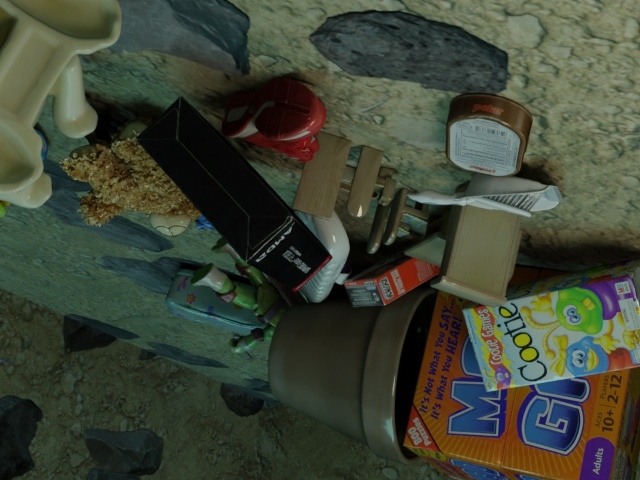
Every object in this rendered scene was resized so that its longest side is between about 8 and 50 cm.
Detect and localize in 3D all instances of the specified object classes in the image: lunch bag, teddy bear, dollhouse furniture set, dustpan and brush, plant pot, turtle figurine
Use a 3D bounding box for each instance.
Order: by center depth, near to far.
[{"bbox_3d":[0.229,-0.063,1.491,0.211,0.060,0.147,15,177,18],"label":"dustpan and brush"},{"bbox_3d":[0.032,-0.064,1.578,0.144,0.123,0.151,17,164,-5],"label":"dollhouse furniture set"},{"bbox_3d":[0.205,0.026,1.652,0.212,0.161,0.242,19,163,-13],"label":"dollhouse furniture set"},{"bbox_3d":[-0.283,-0.090,1.718,0.245,0.113,0.338,-20,159,-9],"label":"teddy bear"},{"bbox_3d":[0.067,0.233,1.966,0.280,0.323,0.323,6,161,25],"label":"plant pot"},{"bbox_3d":[-0.151,0.123,2.199,0.266,0.198,0.275,45,180,-21],"label":"turtle figurine"},{"bbox_3d":[-0.240,0.157,2.588,0.279,0.108,0.224,16,169,3],"label":"lunch bag"}]

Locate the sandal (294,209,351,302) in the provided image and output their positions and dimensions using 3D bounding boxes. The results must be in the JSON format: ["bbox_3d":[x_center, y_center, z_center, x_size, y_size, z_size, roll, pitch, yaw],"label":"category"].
[{"bbox_3d":[0.006,0.014,1.883,0.102,0.169,0.416,-24,178,-13],"label":"sandal"}]

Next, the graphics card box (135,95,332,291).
[{"bbox_3d":[-0.110,-0.053,1.517,0.233,0.094,0.371,48,179,11],"label":"graphics card box"}]

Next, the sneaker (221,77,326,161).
[{"bbox_3d":[-0.029,-0.160,1.431,0.128,0.087,0.221,16,178,-35],"label":"sneaker"}]

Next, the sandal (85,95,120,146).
[{"bbox_3d":[-0.347,-0.175,1.683,0.049,0.072,0.180,-7,159,-1],"label":"sandal"}]

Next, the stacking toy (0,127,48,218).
[{"bbox_3d":[-0.600,-0.069,1.816,0.165,0.302,0.175,15,163,3],"label":"stacking toy"}]

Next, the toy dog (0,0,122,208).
[{"bbox_3d":[-0.486,-0.193,1.360,0.395,0.285,0.408,21,165,-17],"label":"toy dog"}]

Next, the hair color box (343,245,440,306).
[{"bbox_3d":[0.134,0.060,1.852,0.167,0.053,0.093,-28,-168,-35],"label":"hair color box"}]

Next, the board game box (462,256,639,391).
[{"bbox_3d":[0.389,0.131,1.662,0.275,0.142,0.144,-15,-176,30],"label":"board game box"}]

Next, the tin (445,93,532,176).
[{"bbox_3d":[0.212,-0.131,1.354,0.106,0.040,0.190,16,164,12],"label":"tin"}]

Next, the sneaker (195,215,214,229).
[{"bbox_3d":[-0.173,-0.046,1.904,0.209,0.082,0.069,11,161,11],"label":"sneaker"}]

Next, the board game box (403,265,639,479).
[{"bbox_3d":[0.403,0.275,1.947,0.356,0.357,0.356,8,162,24],"label":"board game box"}]

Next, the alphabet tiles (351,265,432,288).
[{"bbox_3d":[0.099,0.103,2.279,0.342,0.011,0.285,10,163,18],"label":"alphabet tiles"}]

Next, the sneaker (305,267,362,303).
[{"bbox_3d":[0.119,0.143,2.142,0.340,0.125,0.140,29,-165,1],"label":"sneaker"}]
